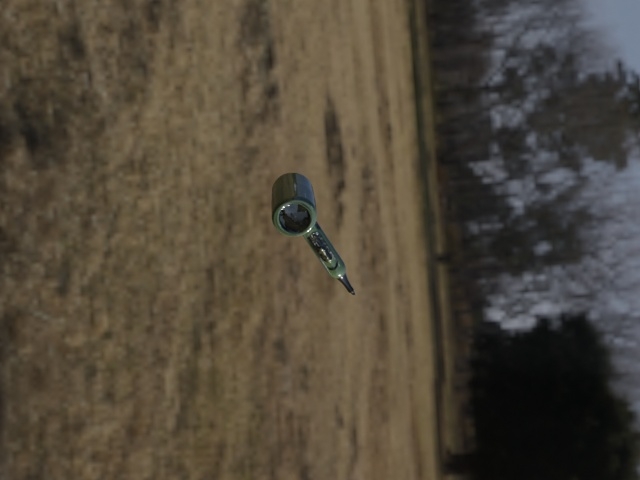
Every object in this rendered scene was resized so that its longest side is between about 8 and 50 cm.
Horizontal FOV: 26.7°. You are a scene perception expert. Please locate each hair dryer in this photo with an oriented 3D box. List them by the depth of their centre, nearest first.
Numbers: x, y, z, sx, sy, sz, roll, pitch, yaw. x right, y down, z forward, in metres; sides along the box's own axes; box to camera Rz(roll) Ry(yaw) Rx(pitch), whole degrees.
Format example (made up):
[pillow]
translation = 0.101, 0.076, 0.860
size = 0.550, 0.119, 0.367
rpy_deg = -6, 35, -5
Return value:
[hair dryer]
translation = 0.000, 0.000, 1.432
size = 0.150, 0.047, 0.071
rpy_deg = 54, 14, -23
